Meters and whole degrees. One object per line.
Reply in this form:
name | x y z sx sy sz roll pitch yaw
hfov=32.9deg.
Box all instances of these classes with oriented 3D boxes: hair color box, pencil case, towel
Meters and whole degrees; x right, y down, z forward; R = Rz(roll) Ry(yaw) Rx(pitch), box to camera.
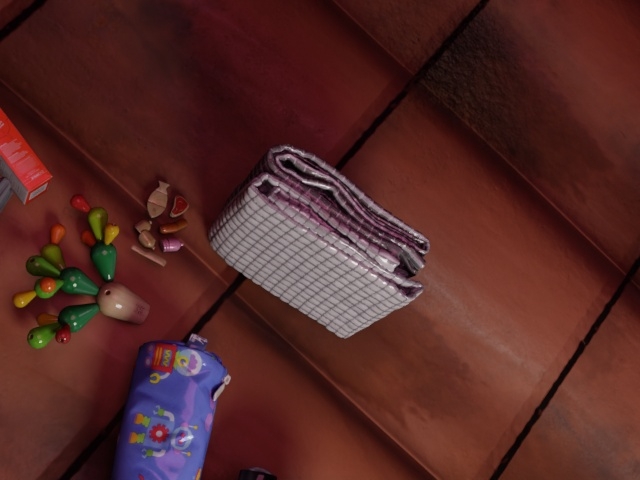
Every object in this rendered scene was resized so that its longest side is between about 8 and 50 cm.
hair color box | -0.436 -0.124 1.513 0.043 0.072 0.141 -38 91 -24
pencil case | -0.207 0.282 1.458 0.133 0.119 0.306 8 72 5
towel | 0.000 0.000 1.555 0.284 0.235 0.121 33 61 -10

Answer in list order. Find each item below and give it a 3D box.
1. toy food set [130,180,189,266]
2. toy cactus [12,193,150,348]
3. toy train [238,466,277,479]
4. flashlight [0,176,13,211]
toy food set | -0.231 -0.021 1.592 0.078 0.019 0.122 30 59 -11
toy cactus | -0.317 0.059 1.500 0.181 0.112 0.219 29 58 -21
toy train | -0.069 0.469 1.417 0.190 0.142 0.333 4 71 16
flashlight | -0.516 0.033 1.422 0.103 0.103 0.304 34 67 -7
